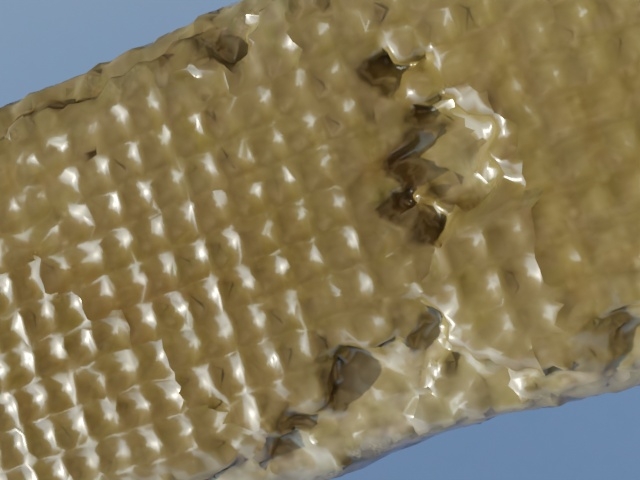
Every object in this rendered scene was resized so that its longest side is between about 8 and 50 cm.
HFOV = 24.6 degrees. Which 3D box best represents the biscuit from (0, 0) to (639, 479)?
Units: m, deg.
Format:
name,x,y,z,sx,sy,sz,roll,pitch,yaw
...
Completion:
name,x,y,z,sx,sy,sz,roll,pitch,yaw
biscuit,0.000,0.000,0.421,0.078,0.426,0.144,-3,-107,-64
